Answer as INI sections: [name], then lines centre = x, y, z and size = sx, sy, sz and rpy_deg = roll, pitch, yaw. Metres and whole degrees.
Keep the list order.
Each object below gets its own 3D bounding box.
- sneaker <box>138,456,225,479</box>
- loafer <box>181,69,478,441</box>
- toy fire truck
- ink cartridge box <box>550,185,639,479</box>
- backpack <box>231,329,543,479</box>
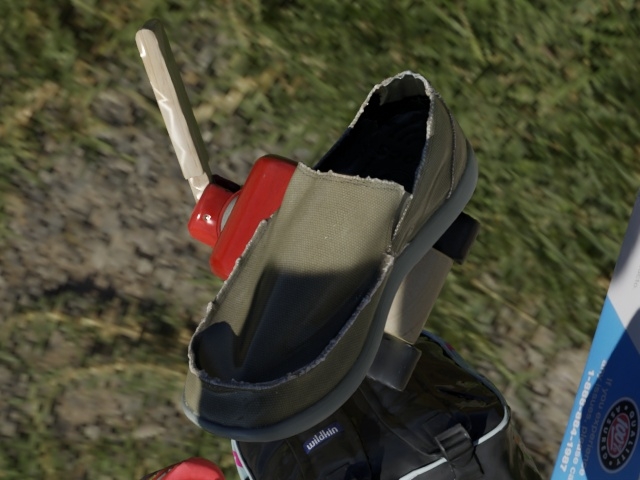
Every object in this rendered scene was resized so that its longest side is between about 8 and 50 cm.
[sneaker]
centre = -0.146, 0.291, 1.552
size = 0.118, 0.107, 0.279
rpy_deg = -40, 26, 42
[loafer]
centre = 0.000, 0.000, 0.993
size = 0.094, 0.087, 0.251
rpy_deg = 12, 48, 26
[toy fire truck]
centre = -0.034, -0.028, 1.215
size = 0.246, 0.217, 0.158
rpy_deg = 25, 87, -5
[ink cartridge box]
centre = 0.328, 0.080, 1.012
size = 0.395, 0.166, 0.285
rpy_deg = 16, 89, 62
[backpack]
centre = 0.051, 0.189, 1.541
size = 0.225, 0.191, 0.253
rpy_deg = -28, 31, -8
